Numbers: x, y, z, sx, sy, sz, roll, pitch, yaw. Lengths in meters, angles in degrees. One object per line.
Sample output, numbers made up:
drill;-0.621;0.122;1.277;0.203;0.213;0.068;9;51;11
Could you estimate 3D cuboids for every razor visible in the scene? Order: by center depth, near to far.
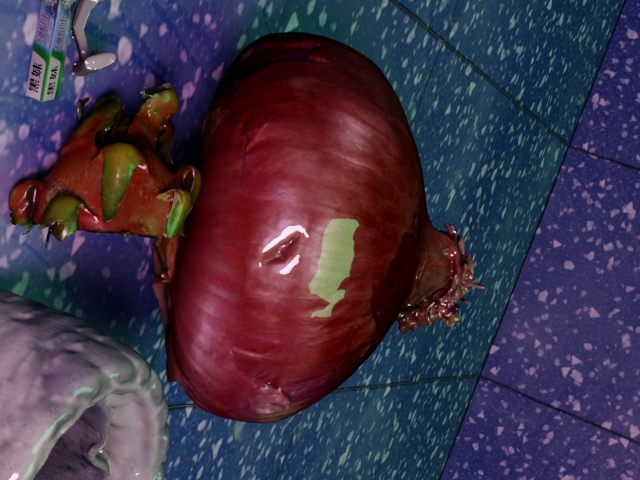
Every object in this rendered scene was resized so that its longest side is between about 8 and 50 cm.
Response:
razor;-0.146;-0.223;0.978;0.084;0.036;0.211;-169;-86;-73

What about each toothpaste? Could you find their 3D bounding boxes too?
toothpaste;-0.193;-0.142;0.963;0.020;0.017;0.083;-26;134;-62

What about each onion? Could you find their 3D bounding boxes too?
onion;0.000;0.000;1.164;0.347;0.285;0.348;-164;-90;-84

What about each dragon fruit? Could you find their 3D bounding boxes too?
dragon fruit;-0.161;-0.047;1.028;0.142;0.138;0.175;122;-22;-63

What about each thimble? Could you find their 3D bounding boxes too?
thimble;-0.229;0.167;0.980;0.205;0.172;0.250;-15;122;-60
